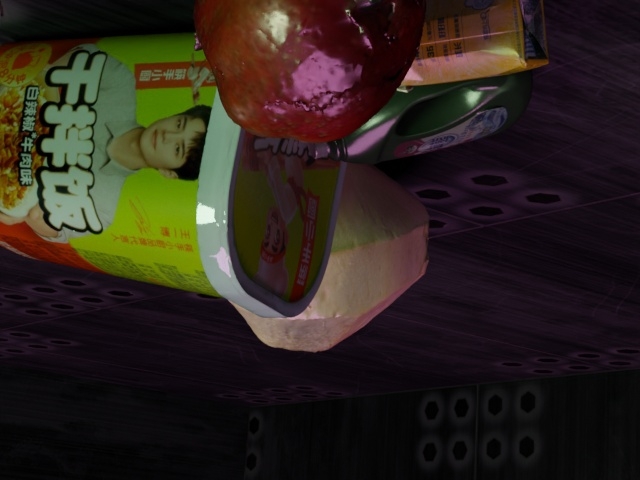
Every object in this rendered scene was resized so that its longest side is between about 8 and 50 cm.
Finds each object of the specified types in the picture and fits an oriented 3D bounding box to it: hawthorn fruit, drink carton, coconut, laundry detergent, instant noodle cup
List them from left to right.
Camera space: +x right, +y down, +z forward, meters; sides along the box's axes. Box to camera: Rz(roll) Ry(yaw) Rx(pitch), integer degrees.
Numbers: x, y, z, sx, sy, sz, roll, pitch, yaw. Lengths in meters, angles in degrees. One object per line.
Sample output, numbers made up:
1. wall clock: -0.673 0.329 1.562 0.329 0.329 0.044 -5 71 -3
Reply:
1. instant noodle cup: -0.165 -0.077 1.377 0.307 0.294 0.294 5 167 22
2. coconut: 0.000 0.000 1.690 0.259 0.259 0.259 4 166 1
3. hawthorn fruit: 0.009 -0.169 1.087 0.181 0.181 0.235 12 168 -30
4. laundry detergent: 0.090 -0.120 1.343 0.211 0.063 0.137 -16 167 -15
5. drink carton: 0.093 -0.174 1.244 0.200 0.084 0.074 -5 -174 28
